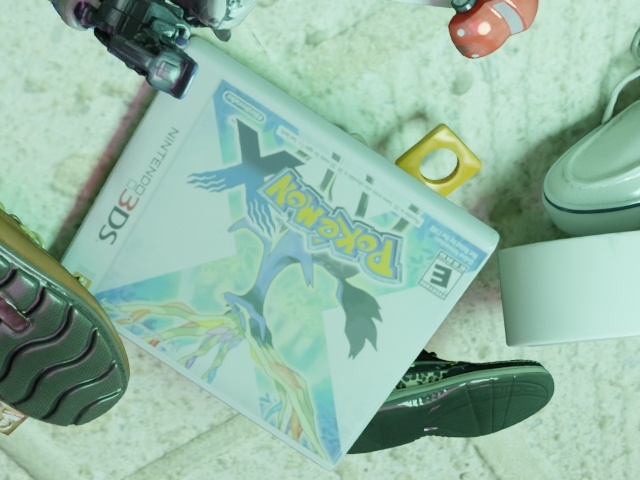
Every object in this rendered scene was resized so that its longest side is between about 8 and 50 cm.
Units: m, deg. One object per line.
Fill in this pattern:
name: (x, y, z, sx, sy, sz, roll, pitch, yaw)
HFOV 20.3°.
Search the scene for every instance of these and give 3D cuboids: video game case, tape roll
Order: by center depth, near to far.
video game case: (-0.050, 0.019, 1.649, 0.329, 0.036, 0.300, 33, 118, -1)
tape roll: (0.318, 0.045, 1.771, 0.286, 0.100, 0.286, -6, 177, 0)

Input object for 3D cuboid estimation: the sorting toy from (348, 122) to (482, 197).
sorting toy: (0.000, 0.000, 1.750, 0.348, 0.047, 0.196, -28, 122, 7)

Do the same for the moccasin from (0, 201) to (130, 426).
moccasin: (-0.310, 0.033, 1.622, 0.139, 0.147, 0.380, -42, 125, 9)

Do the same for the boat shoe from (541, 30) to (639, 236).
boat shoe: (0.367, -0.143, 1.711, 0.367, 0.136, 0.156, -26, 134, 1)

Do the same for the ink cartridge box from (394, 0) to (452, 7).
ink cartridge box: (0.056, -0.247, 1.534, 0.122, 0.088, 0.052, 3, 129, -23)

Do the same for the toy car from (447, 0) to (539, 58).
toy car: (0.189, -0.290, 1.520, 0.239, 0.053, 0.225, -33, 125, -37)

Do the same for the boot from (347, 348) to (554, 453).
boot: (0.101, 0.116, 1.811, 0.236, 0.178, 0.085, -10, 132, -8)

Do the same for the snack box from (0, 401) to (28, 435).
snack box: (-0.357, 0.135, 1.770, 0.064, 0.022, 0.178, -42, 130, 17)

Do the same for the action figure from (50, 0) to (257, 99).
action figure: (-0.158, -0.244, 1.317, 0.330, 0.341, 0.178, 32, 97, -38)
